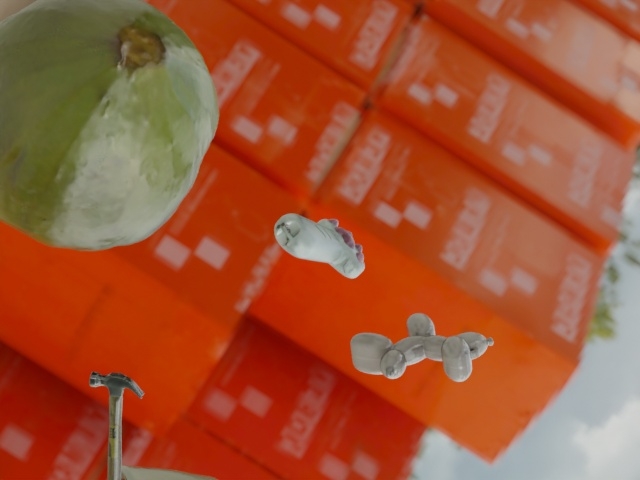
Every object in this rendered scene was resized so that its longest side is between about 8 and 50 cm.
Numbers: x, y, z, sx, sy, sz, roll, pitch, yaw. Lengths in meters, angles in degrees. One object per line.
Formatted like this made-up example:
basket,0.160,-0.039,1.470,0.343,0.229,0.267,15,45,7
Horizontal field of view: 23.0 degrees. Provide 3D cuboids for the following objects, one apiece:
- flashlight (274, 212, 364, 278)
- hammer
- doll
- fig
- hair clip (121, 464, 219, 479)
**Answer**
flashlight,0.000,0.000,2.070,0.047,0.093,0.200,-43,158,13
hammer,-0.239,0.239,1.845,0.017,0.062,0.182,-86,178,-70
doll,0.139,0.145,2.064,0.161,0.059,0.160,-17,-159,-26
fig,-0.276,-0.159,1.933,0.343,0.343,0.343,-57,-176,6
hair clip,-0.244,0.401,2.443,0.282,0.172,0.113,-28,-125,58
